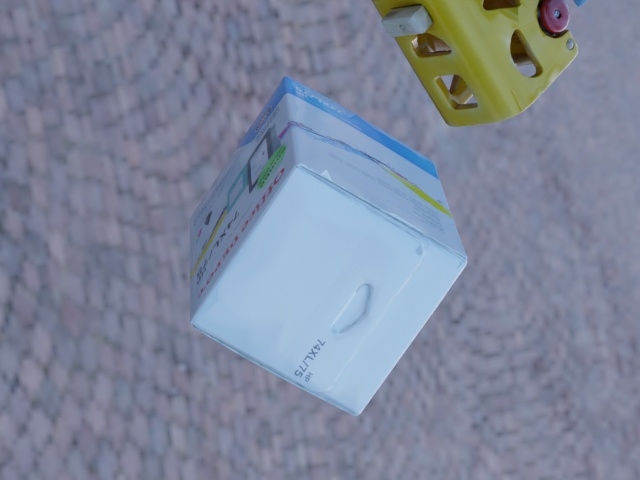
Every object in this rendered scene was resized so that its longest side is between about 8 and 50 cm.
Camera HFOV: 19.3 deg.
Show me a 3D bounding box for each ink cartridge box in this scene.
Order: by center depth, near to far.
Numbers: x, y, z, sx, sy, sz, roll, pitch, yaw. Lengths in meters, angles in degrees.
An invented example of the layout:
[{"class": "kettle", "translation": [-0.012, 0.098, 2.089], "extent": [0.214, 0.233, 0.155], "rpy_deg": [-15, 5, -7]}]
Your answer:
[{"class": "ink cartridge box", "translation": [0.000, 0.000, 1.879], "extent": [0.197, 0.198, 0.270], "rpy_deg": [30, 17, -15]}]

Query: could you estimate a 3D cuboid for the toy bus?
[{"class": "toy bus", "translation": [0.090, -0.177, 1.341], "extent": [0.104, 0.202, 0.191], "rpy_deg": [-47, 159, -29]}]
